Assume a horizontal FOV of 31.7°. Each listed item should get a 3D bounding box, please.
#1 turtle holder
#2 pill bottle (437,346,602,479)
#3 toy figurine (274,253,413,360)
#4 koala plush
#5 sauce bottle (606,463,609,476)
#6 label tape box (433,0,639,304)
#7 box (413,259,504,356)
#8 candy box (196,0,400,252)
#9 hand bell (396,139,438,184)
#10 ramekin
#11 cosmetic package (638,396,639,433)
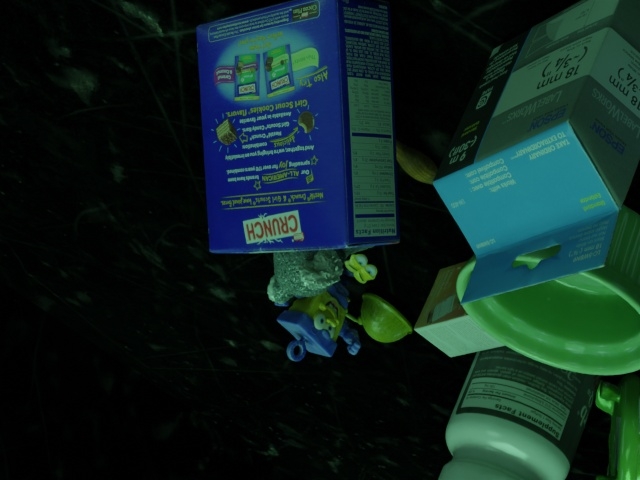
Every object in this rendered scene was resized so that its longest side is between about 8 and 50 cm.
[{"bbox_3d":[0.582,0.366,1.925,0.227,0.243,0.320,3,144,11],"label":"turtle holder"},{"bbox_3d":[0.330,0.285,1.861,0.210,0.363,0.210,21,153,11],"label":"pill bottle"},{"bbox_3d":[-0.006,0.141,2.069,0.191,0.217,0.362,-1,142,42],"label":"toy figurine"},{"bbox_3d":[0.000,0.000,1.810,0.203,0.221,0.196,37,151,-20],"label":"koala plush"},{"bbox_3d":[0.705,0.455,2.073,0.344,0.111,0.111,-4,142,23],"label":"sauce bottle"},{"bbox_3d":[0.251,-0.111,1.271,0.106,0.334,0.240,37,151,-19],"label":"label tape box"},{"bbox_3d":[0.257,0.107,1.871,0.091,0.130,0.170,37,151,-18],"label":"box"},{"bbox_3d":[-0.032,-0.144,1.493,0.268,0.317,0.122,-2,180,44],"label":"candy box"},{"bbox_3d":[0.099,-0.141,1.638,0.242,0.126,0.126,31,155,-36],"label":"hand bell"},{"bbox_3d":[0.367,0.056,1.664,0.303,0.148,0.303,21,152,12],"label":"ramekin"},{"bbox_3d":[0.713,0.270,1.676,0.377,0.097,0.284,30,125,-7],"label":"cosmetic package"}]
